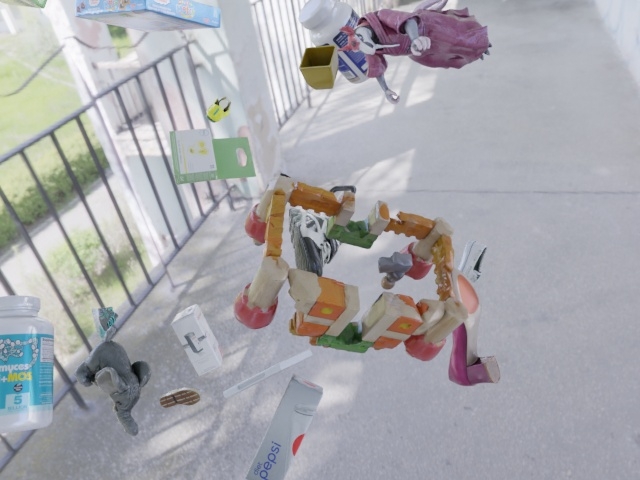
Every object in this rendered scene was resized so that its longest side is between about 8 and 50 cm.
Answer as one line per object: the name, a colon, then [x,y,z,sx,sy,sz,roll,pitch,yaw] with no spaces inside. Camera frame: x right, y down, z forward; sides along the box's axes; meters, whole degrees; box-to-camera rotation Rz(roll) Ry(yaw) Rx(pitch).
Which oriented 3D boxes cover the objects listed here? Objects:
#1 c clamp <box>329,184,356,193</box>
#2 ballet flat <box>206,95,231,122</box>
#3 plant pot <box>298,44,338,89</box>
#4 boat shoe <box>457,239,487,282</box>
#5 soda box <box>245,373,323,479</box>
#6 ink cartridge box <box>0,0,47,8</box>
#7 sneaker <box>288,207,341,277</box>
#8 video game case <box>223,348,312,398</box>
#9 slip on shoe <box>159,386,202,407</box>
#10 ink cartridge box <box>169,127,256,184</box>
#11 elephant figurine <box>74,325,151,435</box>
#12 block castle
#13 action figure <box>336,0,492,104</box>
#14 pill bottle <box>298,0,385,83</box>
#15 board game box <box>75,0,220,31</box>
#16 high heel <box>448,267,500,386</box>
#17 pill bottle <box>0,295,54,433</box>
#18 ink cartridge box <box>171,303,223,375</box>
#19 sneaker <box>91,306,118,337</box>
c clamp: [0.066,-0.159,2.027,0.160,0.022,0.137,-4,54,39]
ballet flat: [-0.380,-0.516,2.005,0.077,0.077,0.231,-48,16,22]
plant pot: [0.003,-0.418,1.277,0.081,0.083,0.081,2,57,18]
boat shoe: [0.537,0.114,1.860,0.075,0.226,0.083,19,15,40]
soda box: [-0.093,0.513,1.395,0.098,0.091,0.286,26,85,3]
ink cartridge box: [-0.770,-0.809,1.363,0.207,0.119,0.353,19,89,28]
sneaker: [0.000,0.000,1.362,0.146,0.122,0.330,0,29,-8]
video game case: [-0.136,0.353,1.389,0.183,0.023,0.201,-31,-12,18]
slip on shoe: [-0.372,0.421,1.406,0.135,0.051,0.041,-21,6,24]
ink cartridge box: [-0.320,-0.256,1.542,0.235,0.056,0.171,-8,59,-12]
elephant figurine: [-0.583,0.415,1.527,0.239,0.186,0.169,29,54,26]
block castle: [0.060,0.073,1.092,0.453,0.213,0.303,14,49,-15]
action figure: [0.203,-0.482,1.185,0.370,0.276,0.248,-6,-11,-25]
pill bottle: [0.065,-0.612,1.562,0.153,0.264,0.153,-28,43,30]
board game box: [-0.313,-0.412,0.941,0.211,0.039,0.160,12,15,35]
high heel: [0.420,0.277,1.629,0.127,0.377,0.181,-11,-5,-40]
pill bottle: [-0.621,0.249,1.050,0.146,0.146,0.264,-8,75,3]
ink cartridge box: [-0.441,0.355,1.873,0.092,0.218,0.158,-25,8,-5]
sneaker: [-0.704,0.261,1.709,0.076,0.065,0.166,-13,29,-25]
